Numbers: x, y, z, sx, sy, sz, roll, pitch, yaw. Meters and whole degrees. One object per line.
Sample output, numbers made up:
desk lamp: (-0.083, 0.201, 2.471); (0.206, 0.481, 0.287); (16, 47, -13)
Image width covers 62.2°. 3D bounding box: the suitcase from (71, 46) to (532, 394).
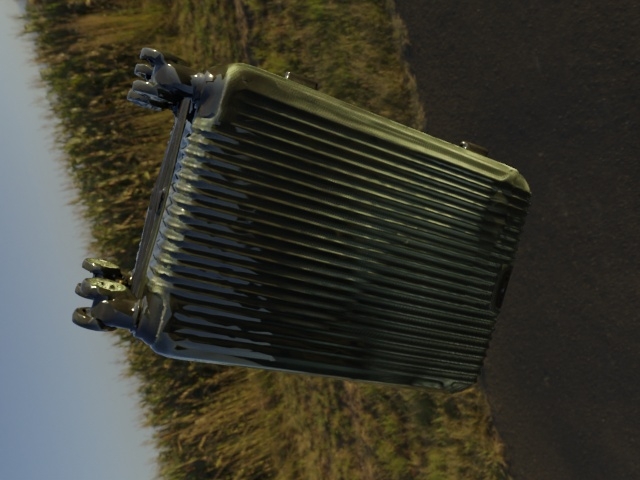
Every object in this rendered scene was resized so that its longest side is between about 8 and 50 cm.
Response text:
suitcase: (0.000, 0.000, 0.400); (0.128, 0.312, 0.202); (20, 95, 65)
